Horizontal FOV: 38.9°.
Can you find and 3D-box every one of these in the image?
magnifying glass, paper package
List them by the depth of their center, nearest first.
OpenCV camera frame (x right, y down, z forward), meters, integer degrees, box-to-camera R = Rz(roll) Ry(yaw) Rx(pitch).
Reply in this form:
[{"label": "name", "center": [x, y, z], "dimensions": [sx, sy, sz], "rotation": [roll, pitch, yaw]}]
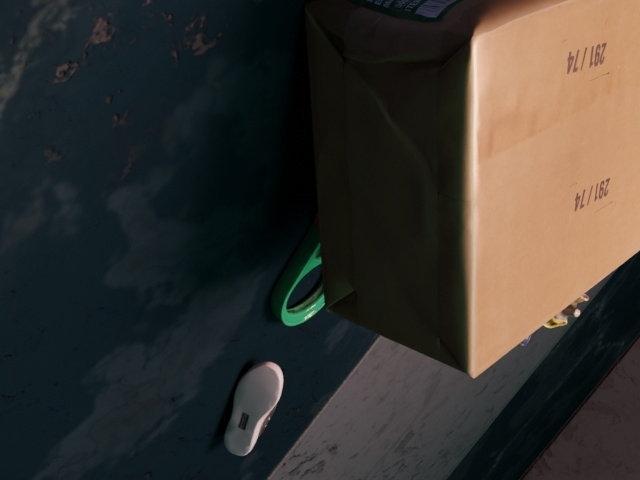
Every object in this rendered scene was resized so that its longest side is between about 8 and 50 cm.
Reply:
[{"label": "paper package", "center": [0.161, -0.092, 0.802], "dimensions": [0.325, 0.168, 0.309], "rotation": [-28, 126, -37]}, {"label": "magnifying glass", "center": [0.000, 0.000, 0.927], "dimensions": [0.092, 0.026, 0.231], "rotation": [-26, 147, -39]}]

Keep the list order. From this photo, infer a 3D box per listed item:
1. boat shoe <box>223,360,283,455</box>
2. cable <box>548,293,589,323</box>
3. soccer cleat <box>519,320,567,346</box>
[{"label": "boat shoe", "center": [-0.074, 0.186, 1.036], "dimensions": [0.040, 0.049, 0.142], "rotation": [-45, 163, -56]}, {"label": "cable", "center": [0.286, 0.082, 1.350], "dimensions": [0.287, 0.072, 0.139], "rotation": [-21, -139, 49]}, {"label": "soccer cleat", "center": [0.381, 0.096, 1.533], "dimensions": [0.289, 0.121, 0.093], "rotation": [-26, 145, -40]}]
